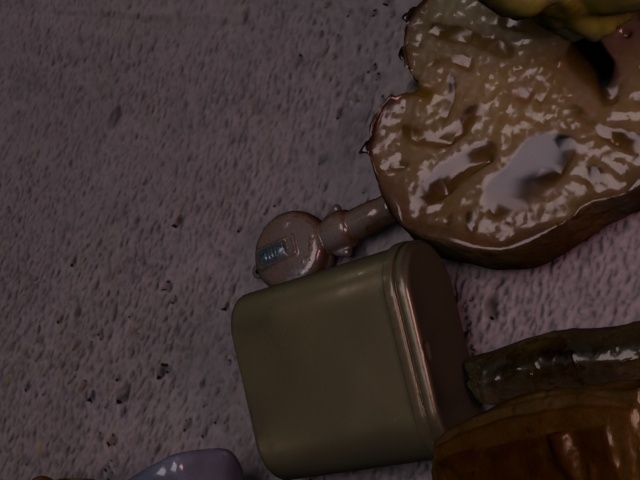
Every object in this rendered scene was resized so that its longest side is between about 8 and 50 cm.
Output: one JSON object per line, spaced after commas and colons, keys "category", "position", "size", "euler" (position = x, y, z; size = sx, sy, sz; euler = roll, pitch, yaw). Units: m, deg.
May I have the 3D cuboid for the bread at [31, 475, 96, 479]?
{"category": "bread", "position": [-0.333, 0.457, 1.508], "size": [0.172, 0.121, 0.311], "euler": [-6, 73, 30]}

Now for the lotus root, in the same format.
{"category": "lotus root", "position": [0.239, -0.149, 1.343], "size": [0.375, 0.111, 0.390], "euler": [26, 87, 34]}

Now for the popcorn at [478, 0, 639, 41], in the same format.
{"category": "popcorn", "position": [0.256, -0.361, 1.164], "size": [0.312, 0.312, 0.312], "euler": [-10, 70, 30]}

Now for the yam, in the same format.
{"category": "yam", "position": [0.303, 0.119, 1.240], "size": [0.317, 0.071, 0.067], "euler": [-14, 105, 28]}

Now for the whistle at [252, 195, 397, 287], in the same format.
{"category": "whistle", "position": [0.000, 0.000, 1.473], "size": [0.220, 0.057, 0.107], "euler": [-24, 65, 26]}

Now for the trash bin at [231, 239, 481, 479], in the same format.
{"category": "trash bin", "position": [0.037, 0.145, 1.352], "size": [0.247, 0.121, 0.243], "euler": [-18, 84, 31]}

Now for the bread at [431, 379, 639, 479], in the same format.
{"category": "bread", "position": [0.256, 0.260, 1.024], "size": [0.324, 0.167, 0.277], "euler": [-26, 71, 51]}

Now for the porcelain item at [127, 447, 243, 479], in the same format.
{"category": "porcelain item", "position": [-0.109, 0.452, 1.333], "size": [0.242, 0.178, 0.405], "euler": [-34, 63, 19]}
